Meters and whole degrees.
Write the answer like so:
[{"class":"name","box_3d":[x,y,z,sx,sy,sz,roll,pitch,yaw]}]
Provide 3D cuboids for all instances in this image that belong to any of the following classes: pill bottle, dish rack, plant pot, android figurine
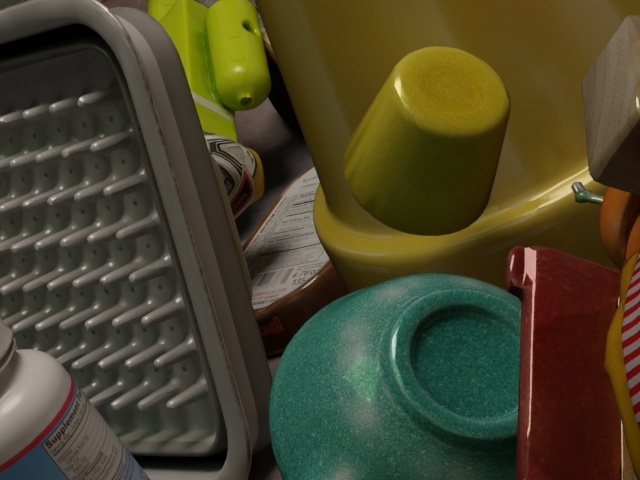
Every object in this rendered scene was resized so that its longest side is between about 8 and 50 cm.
[{"class":"pill bottle","box_3d":[-0.149,0.114,0.728,0.087,0.160,0.087,-27,25,13]},{"class":"dish rack","box_3d":[-0.160,0.010,0.839,0.333,0.285,0.072,-6,12,45]},{"class":"plant pot","box_3d":[0.082,-0.099,0.761,0.254,0.239,0.254,-27,25,14]},{"class":"android figurine","box_3d":[-0.129,-0.073,1.089,0.248,0.056,0.273,-43,38,29]}]

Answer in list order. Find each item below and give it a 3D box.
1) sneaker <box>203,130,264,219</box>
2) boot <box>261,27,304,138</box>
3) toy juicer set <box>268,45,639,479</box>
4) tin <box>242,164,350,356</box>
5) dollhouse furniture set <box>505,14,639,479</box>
[{"class":"sneaker","box_3d":[-0.106,0.012,0.922,0.225,0.093,0.088,-49,46,47]},{"class":"boot","box_3d":[0.064,-0.164,1.081,0.203,0.095,0.262,-35,19,-14]},{"class":"toy juicer set","box_3d":[0.082,0.081,0.552,0.089,0.209,0.329,110,178,-52]},{"class":"tin","box_3d":[0.000,0.000,0.921,0.106,0.040,0.189,-8,33,35]},{"class":"dollhouse furniture set","box_3d":[0.173,-0.077,0.504,0.201,0.152,0.374,120,161,-49]}]
